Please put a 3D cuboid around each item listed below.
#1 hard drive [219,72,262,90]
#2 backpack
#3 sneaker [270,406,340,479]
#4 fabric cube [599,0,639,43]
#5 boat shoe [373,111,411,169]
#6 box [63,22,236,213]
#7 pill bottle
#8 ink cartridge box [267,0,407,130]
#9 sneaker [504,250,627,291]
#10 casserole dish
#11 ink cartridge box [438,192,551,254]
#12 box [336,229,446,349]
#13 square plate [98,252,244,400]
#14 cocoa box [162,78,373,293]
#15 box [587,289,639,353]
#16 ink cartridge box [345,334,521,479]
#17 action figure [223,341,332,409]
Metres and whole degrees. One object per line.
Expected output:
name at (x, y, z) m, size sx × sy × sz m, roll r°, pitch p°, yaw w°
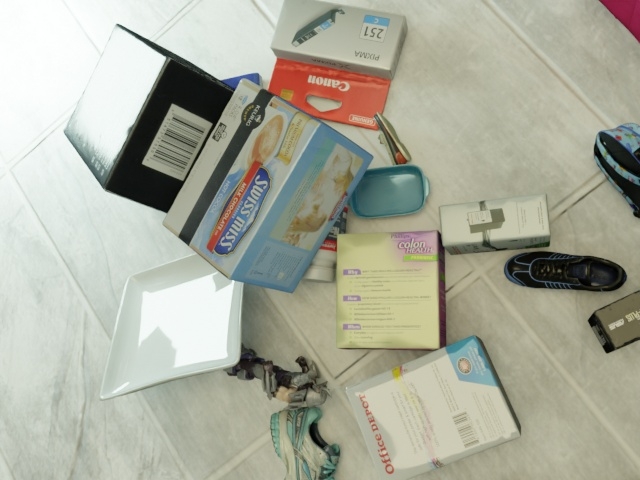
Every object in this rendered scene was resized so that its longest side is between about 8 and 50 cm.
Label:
hard drive at (-0.232, -0.232, 1.679) m, size 0.210 × 0.040 × 0.318 m, roll -9°, pitch 77°, yaw 15°
backpack at (0.620, -0.154, 1.354) m, size 0.117 × 0.158 × 0.173 m, roll -33°, pitch 61°, yaw 0°
sneaker at (-0.013, 0.482, 1.448) m, size 0.122 × 0.110 × 0.283 m, roll -21°, pitch 75°, yaw 9°
fabric cube at (0.708, -0.540, 1.338) m, size 0.254 × 0.258 × 0.259 m, roll -38°, pitch 72°, yaw 8°
boat shoe at (0.152, -0.225, 1.558) m, size 0.043 × 0.049 × 0.137 m, roll -35°, pitch 79°, yaw 26°
box at (-0.372, -0.269, 1.531) m, size 0.395 × 0.212 × 0.293 m, roll 41°, pitch 105°, yaw 50°
pill bottle at (0.000, 0.000, 1.531) m, size 0.108 × 0.108 × 0.180 m, roll 3°, pitch 81°, yaw 17°
ink cartridge box at (0.026, -0.414, 1.611) m, size 0.296 × 0.066 × 0.261 m, roll 14°, pitch 84°, yaw 14°
sneaker at (0.484, 0.058, 1.383) m, size 0.232 × 0.090 × 0.081 m, roll 3°, pitch 81°, yaw 17°
casserole dish at (0.151, -0.105, 1.543) m, size 0.188 × 0.037 × 0.114 m, roll -6°, pitch 79°, yaw 16°
ink cartridge box at (0.353, -0.028, 1.407) m, size 0.208 × 0.153 × 0.086 m, roll -6°, pitch 80°, yaw 17°
box at (0.150, 0.109, 1.461) m, size 0.214 × 0.117 × 0.243 m, roll -3°, pitch 80°, yaw 17°
square plate at (-0.310, 0.176, 1.548) m, size 0.347 × 0.049 × 0.344 m, roll -17°, pitch 45°, yaw 18°
cocoa box at (-0.103, -0.102, 1.413) m, size 0.228 × 0.231 × 0.347 m, roll 35°, pitch 98°, yaw 32°
box at (0.587, 0.142, 1.289) m, size 0.147 × 0.180 × 0.077 m, roll -28°, pitch 72°, yaw 9°
ink cartridge box at (0.223, 0.329, 1.355) m, size 0.270 × 0.197 × 0.198 m, roll -25°, pitch 75°, yaw 11°
action figure at (-0.097, 0.284, 1.478) m, size 0.285 × 0.185 × 0.099 m, roll 16°, pitch 86°, yaw 30°
